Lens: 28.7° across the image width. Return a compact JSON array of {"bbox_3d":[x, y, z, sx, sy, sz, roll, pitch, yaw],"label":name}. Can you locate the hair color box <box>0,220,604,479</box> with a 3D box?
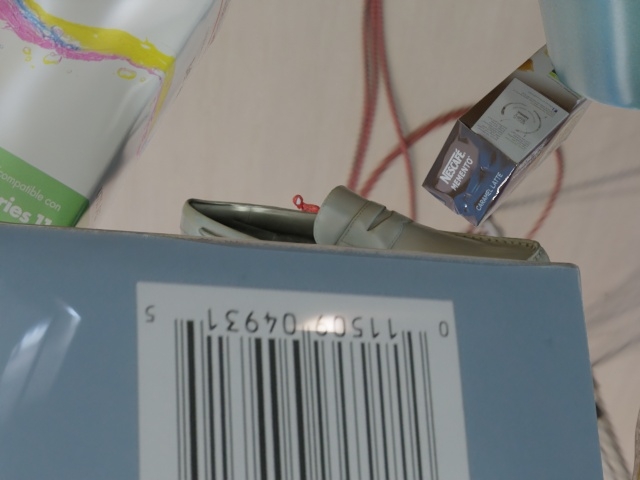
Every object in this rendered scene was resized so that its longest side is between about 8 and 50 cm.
[{"bbox_3d":[-0.075,0.105,0.483,0.185,0.113,0.374,4,162,-22],"label":"hair color box"}]

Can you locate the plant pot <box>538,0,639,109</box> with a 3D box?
[{"bbox_3d":[0.358,-0.340,1.321,0.341,0.341,0.334,-23,127,-12],"label":"plant pot"}]

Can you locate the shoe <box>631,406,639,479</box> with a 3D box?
[{"bbox_3d":[0.381,0.213,1.388,0.058,0.219,0.076,9,139,13],"label":"shoe"}]

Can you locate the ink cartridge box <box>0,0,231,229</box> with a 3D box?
[{"bbox_3d":[-0.157,-0.124,0.868,0.353,0.119,0.207,-61,-174,-15],"label":"ink cartridge box"}]

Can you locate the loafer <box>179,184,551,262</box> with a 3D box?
[{"bbox_3d":[0.026,0.012,1.014,0.320,0.112,0.111,-1,109,20],"label":"loafer"}]

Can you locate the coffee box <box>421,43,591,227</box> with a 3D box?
[{"bbox_3d":[0.260,-0.146,1.667,0.246,0.098,0.141,-41,164,-38],"label":"coffee box"}]

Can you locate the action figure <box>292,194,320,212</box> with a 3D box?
[{"bbox_3d":[0.000,0.000,1.395,0.030,0.115,0.038,-27,178,-43],"label":"action figure"}]
